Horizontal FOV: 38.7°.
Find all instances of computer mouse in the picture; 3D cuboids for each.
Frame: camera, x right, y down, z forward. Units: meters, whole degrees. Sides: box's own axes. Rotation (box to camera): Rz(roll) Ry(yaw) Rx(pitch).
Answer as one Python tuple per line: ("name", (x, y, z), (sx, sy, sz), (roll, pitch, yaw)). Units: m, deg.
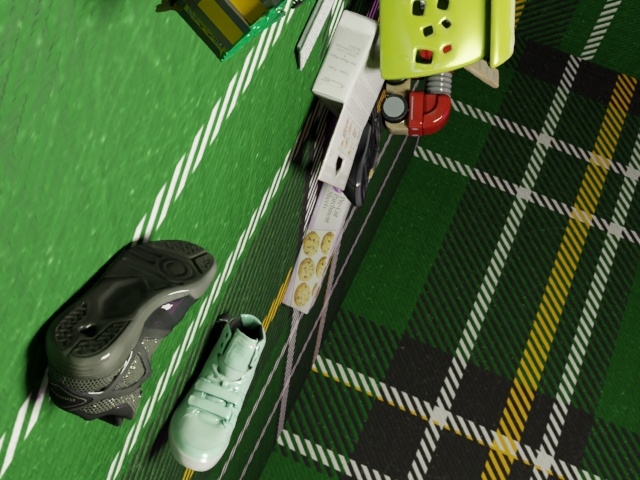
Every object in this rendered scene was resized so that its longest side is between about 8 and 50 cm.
("computer mouse", (0.074, -0.161, 1.807), (0.184, 0.060, 0.262), (79, 19, -59))

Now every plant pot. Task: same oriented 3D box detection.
("plant pot", (0.205, -0.377, 1.465), (0.228, 0.207, 0.227), (-61, 150, -74))

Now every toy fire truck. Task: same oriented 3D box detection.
("toy fire truck", (0.253, -0.327, 1.910), (0.158, 0.246, 0.217), (47, 45, -81))

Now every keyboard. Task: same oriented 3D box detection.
("keyboard", (0.023, -0.358, 1.262), (0.072, 0.014, 0.256), (72, 41, -78))

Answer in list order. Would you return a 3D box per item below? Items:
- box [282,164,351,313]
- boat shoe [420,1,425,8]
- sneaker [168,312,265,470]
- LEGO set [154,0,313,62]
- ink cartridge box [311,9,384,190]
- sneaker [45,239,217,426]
("box", (0.000, 0.000, 1.929), (0.063, 0.067, 0.324), (-48, 160, -66))
("boat shoe", (0.206, -0.506, 1.786), (0.301, 0.108, 0.102), (-66, 175, -76))
("sneaker", (-0.154, 0.216, 1.377), (0.256, 0.094, 0.151), (-73, -174, -55))
("LEGO set", (-0.029, -0.301, 0.690), (0.255, 0.192, 0.331), (-36, -170, 37))
("ink cartridge box", (0.038, -0.225, 1.544), (0.296, 0.066, 0.261), (4, 108, -81))
("sneaker", (-0.183, 0.089, 0.879), (0.227, 0.087, 0.130), (-52, 165, -52))
